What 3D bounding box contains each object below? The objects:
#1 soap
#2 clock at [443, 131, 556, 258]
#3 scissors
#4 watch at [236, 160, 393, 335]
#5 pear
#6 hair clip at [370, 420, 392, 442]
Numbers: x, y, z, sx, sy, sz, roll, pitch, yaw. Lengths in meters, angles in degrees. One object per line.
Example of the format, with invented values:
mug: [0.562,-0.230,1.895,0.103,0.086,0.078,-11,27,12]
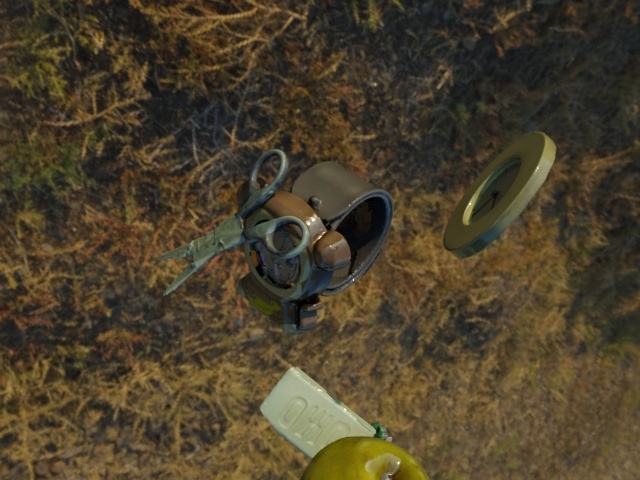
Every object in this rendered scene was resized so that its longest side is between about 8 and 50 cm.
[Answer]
soap: [-0.008,0.334,1.241,0.114,0.198,0.063,-53,170,-5]
clock: [0.278,-0.070,1.058,0.235,0.029,0.235,-53,-172,10]
scissors: [-0.197,-0.006,1.414,0.383,0.256,0.029,-32,148,20]
watch: [0.000,0.000,1.549,0.327,0.314,0.335,-23,138,-44]
pear: [0.060,0.460,1.085,0.253,0.253,0.307,-4,137,-40]
hair clip: [0.109,0.481,1.418,0.052,0.124,0.195,22,74,-35]
